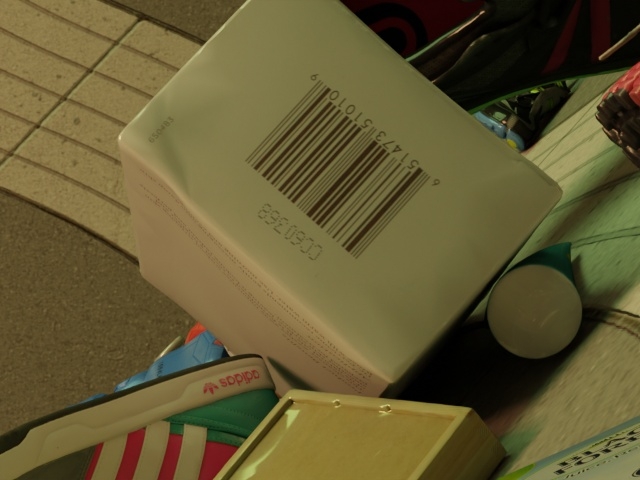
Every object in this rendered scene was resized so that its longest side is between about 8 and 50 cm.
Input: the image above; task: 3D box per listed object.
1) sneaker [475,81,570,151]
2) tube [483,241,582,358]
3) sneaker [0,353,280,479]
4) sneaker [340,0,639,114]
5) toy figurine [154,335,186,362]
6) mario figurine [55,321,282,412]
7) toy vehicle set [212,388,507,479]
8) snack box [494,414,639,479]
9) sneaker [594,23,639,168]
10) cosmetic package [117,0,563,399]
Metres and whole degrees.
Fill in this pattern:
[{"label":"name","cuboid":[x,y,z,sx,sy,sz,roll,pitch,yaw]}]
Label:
[{"label":"sneaker","cuboid":[0.215,-0.151,1.873,0.078,0.067,0.188,-52,-2,31]},{"label":"tube","cuboid":[0.127,0.034,1.091,0.080,0.052,0.207,-39,-1,6]},{"label":"sneaker","cuboid":[-0.116,0.192,1.082,0.295,0.178,0.124,-18,-16,-38]},{"label":"sneaker","cuboid":[0.165,-0.199,1.240,0.482,0.185,0.202,-27,-11,10]},{"label":"toy figurine","cuboid":[-0.157,0.217,1.701,0.213,0.148,0.209,-47,-3,36]},{"label":"mario figurine","cuboid":[-0.066,0.139,1.488,0.320,0.198,0.170,-32,-30,14]},{"label":"toy vehicle set","cuboid":[-0.039,0.188,0.935,0.267,0.035,0.166,-49,26,-25]},{"label":"snack box","cuboid":[0.084,0.078,0.359,0.207,0.070,0.174,-22,2,-3]},{"label":"sneaker","cuboid":[0.217,-0.094,0.827,0.112,0.121,0.299,-45,3,-9]},{"label":"cosmetic package","cuboid":[0.000,0.000,1.166,0.156,0.217,0.385,-47,-4,-10]}]
